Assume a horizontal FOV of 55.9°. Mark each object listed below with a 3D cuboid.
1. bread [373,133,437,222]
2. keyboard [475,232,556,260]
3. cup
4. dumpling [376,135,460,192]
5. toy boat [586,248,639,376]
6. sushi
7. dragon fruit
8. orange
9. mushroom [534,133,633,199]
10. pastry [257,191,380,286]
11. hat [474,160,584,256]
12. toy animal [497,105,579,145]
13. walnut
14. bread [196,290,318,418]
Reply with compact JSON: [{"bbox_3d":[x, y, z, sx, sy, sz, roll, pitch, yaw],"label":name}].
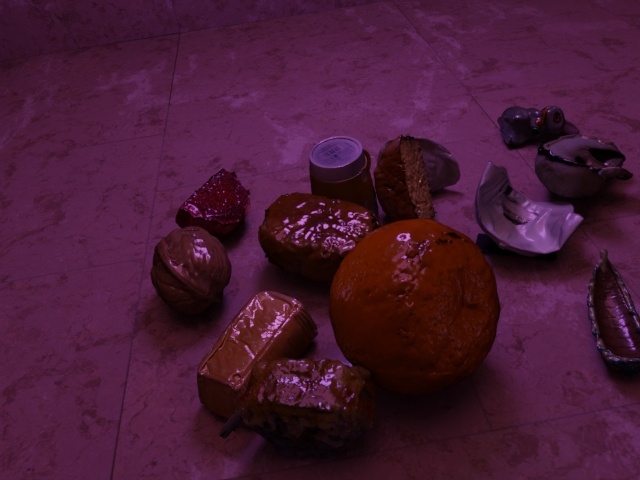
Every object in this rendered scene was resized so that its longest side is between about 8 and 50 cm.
[{"bbox_3d":[0.218,-0.147,1.636,0.134,0.260,0.129,-9,-1,37],"label":"bread"},{"bbox_3d":[0.492,0.017,1.520,0.196,0.015,0.074,7,36,19],"label":"keyboard"},{"bbox_3d":[0.071,-0.174,1.670,0.185,0.226,0.241,17,52,28],"label":"cup"},{"bbox_3d":[0.274,-0.222,1.733,0.252,0.179,0.131,10,40,24],"label":"dumpling"},{"bbox_3d":[0.612,0.156,1.254,0.108,0.099,0.293,-1,45,10],"label":"toy boat"},{"bbox_3d":[-0.038,0.298,1.093,0.274,0.184,0.139,6,48,7],"label":"sushi"},{"bbox_3d":[-0.301,-0.089,1.705,0.189,0.163,0.262,-20,24,34],"label":"dragon fruit"},{"bbox_3d":[0.174,0.127,1.178,0.340,0.340,0.293,-37,19,-33],"label":"orange"},{"bbox_3d":[0.702,-0.189,1.623,0.247,0.130,0.344,24,31,18],"label":"mushroom"},{"bbox_3d":[0.000,0.000,1.511,0.311,0.162,0.255,16,45,25],"label":"pastry"},{"bbox_3d":[0.501,-0.073,1.534,0.258,0.168,0.301,35,20,11],"label":"hat"},{"bbox_3d":[0.702,-0.376,1.914,0.251,0.125,0.127,-6,66,-7],"label":"toy animal"},{"bbox_3d":[-0.313,0.072,1.457,0.198,0.198,0.245,-21,37,-17],"label":"walnut"},{"bbox_3d":[-0.132,0.237,1.261,0.152,0.119,0.288,15,46,26],"label":"bread"}]
